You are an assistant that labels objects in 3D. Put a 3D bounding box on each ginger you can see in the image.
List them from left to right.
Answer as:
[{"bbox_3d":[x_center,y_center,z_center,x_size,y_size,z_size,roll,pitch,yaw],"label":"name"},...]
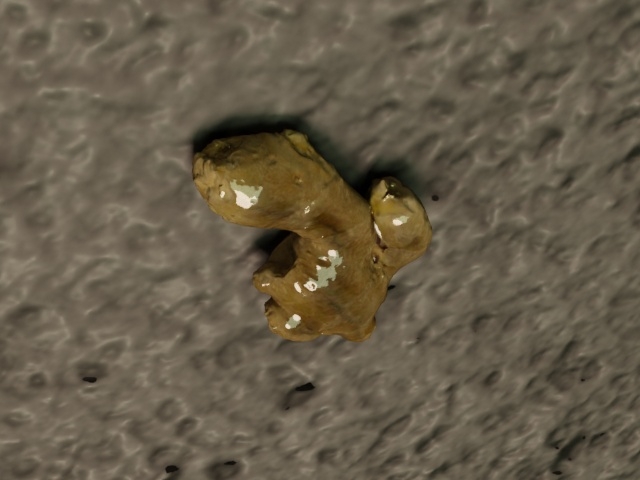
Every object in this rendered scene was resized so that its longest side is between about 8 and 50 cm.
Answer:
[{"bbox_3d":[-0.010,0.004,0.937,0.214,0.059,0.133,21,116,-43],"label":"ginger"}]
